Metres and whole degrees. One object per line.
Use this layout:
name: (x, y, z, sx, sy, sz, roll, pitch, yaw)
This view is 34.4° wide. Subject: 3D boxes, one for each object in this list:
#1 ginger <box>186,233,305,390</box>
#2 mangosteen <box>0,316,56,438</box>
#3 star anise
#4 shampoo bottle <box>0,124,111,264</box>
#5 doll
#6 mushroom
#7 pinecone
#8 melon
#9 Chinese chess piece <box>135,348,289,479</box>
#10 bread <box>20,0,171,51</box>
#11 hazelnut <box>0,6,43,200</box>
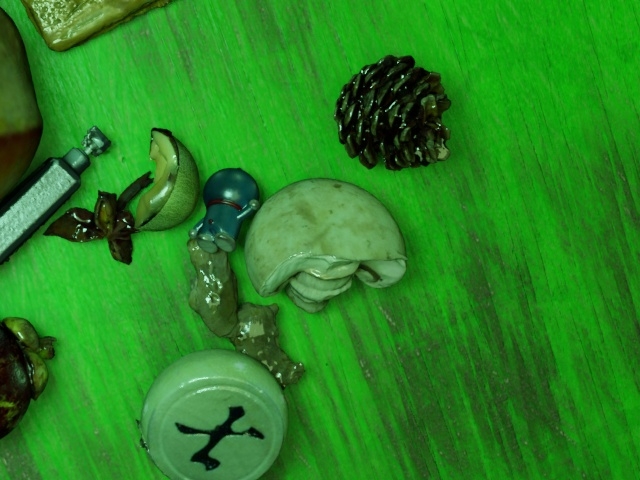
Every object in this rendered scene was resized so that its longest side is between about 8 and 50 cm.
ginger: (-0.127, 0.118, 1.628, 0.122, 0.084, 0.290, -32, 103, -7)
mangosteen: (-0.478, 0.187, 1.479, 0.217, 0.192, 0.192, -23, 103, -48)
star anise: (-0.316, -0.056, 1.561, 0.141, 0.158, 0.144, 22, 53, -29)
shampoo bottle: (-0.425, -0.046, 1.506, 0.309, 0.098, 0.071, -45, 102, -11)
doll: (-0.143, -0.052, 1.595, 0.085, 0.114, 0.151, 56, 37, -47)
mushroom: (0.000, 0.000, 1.629, 0.254, 0.195, 0.188, 0, 61, -16)
pinecone: (0.122, -0.201, 1.628, 0.179, 0.205, 0.184, -8, 98, -37)
melon: (-0.216, -0.086, 1.562, 0.128, 0.079, 0.160, 29, 62, -56)
Chinese chess piece: (-0.164, 0.281, 1.591, 0.238, 0.092, 0.237, -3, 113, -7)
bread: (-0.305, -0.383, 1.531, 0.271, 0.077, 0.139, -31, 107, -13)
hazelnut: (-0.543, -0.184, 1.343, 0.366, 0.366, 0.365, -2, 95, -19)
